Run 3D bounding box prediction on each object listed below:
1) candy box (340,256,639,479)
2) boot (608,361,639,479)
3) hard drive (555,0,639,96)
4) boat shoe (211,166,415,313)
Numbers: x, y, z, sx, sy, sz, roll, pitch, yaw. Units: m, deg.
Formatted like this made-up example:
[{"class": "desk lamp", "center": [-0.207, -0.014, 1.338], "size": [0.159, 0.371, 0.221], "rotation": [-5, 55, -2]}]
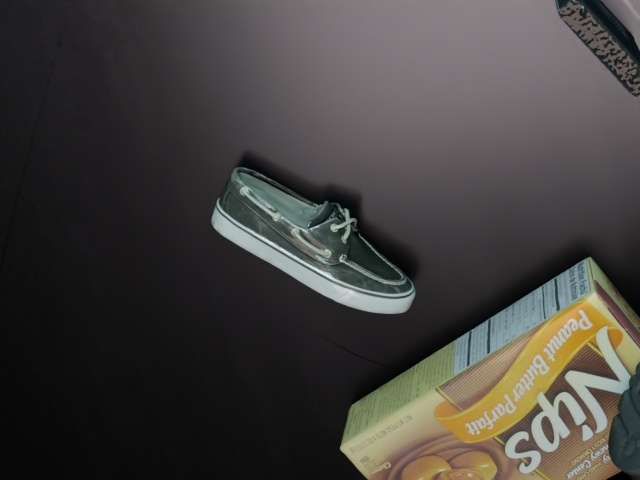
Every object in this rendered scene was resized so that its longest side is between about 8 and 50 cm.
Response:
[{"class": "candy box", "center": [0.199, 0.181, 1.026], "size": [0.316, 0.087, 0.183], "rotation": [-36, 104, 22]}, {"class": "boot", "center": [0.533, 0.172, 0.887], "size": [0.445, 0.146, 0.367], "rotation": [36, 93, -10]}, {"class": "hard drive", "center": [0.231, -0.177, 0.826], "size": [0.094, 0.135, 0.022], "rotation": [44, 115, -11]}, {"class": "boat shoe", "center": [0.000, 0.000, 0.983], "size": [0.219, 0.078, 0.070], "rotation": [26, 118, -1]}]
